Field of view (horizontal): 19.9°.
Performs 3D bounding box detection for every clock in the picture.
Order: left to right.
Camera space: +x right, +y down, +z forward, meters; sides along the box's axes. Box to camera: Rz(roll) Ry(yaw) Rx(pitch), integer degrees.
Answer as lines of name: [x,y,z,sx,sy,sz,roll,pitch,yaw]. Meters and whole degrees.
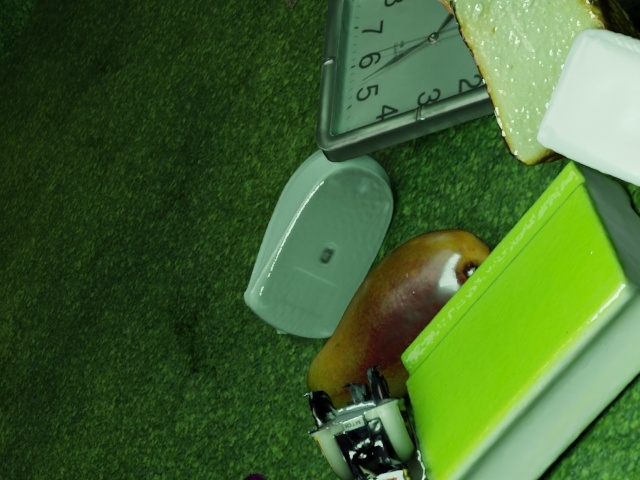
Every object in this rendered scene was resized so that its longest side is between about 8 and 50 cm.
clock: [0.124,-0.225,2.031,0.279,0.049,0.273,-16,49,28]

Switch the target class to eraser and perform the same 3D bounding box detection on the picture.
eraser: [0.192,0.091,1.651,0.274,0.092,0.210,-51,28,25]

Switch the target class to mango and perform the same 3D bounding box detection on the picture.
mango: [0.084,0.081,1.841,0.267,0.111,0.133,-47,46,31]

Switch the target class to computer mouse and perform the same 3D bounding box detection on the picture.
computer mouse: [0.000,0.000,2.066,0.231,0.128,0.079,-61,26,0]

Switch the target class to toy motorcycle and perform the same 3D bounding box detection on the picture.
toy motorcycle: [0.051,0.201,1.697,0.263,0.091,0.157,49,-160,-82]

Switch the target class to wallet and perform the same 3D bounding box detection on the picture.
wallet: [0.288,-0.112,1.626,0.183,0.032,0.124,25,96,33]

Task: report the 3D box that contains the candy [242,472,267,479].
candy: [-0.064,0.295,2.021,0.175,0.045,0.043,-141,43,-63]

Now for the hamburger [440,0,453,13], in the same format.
hamburger: [0.192,-0.338,1.917,0.237,0.147,0.237,-10,51,13]

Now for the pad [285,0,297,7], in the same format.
pad: [0.001,-0.456,2.609,0.235,0.003,0.158,-58,26,16]

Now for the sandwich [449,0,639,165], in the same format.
sandwich: [0.227,-0.196,1.748,0.186,0.065,0.214,-38,69,42]
